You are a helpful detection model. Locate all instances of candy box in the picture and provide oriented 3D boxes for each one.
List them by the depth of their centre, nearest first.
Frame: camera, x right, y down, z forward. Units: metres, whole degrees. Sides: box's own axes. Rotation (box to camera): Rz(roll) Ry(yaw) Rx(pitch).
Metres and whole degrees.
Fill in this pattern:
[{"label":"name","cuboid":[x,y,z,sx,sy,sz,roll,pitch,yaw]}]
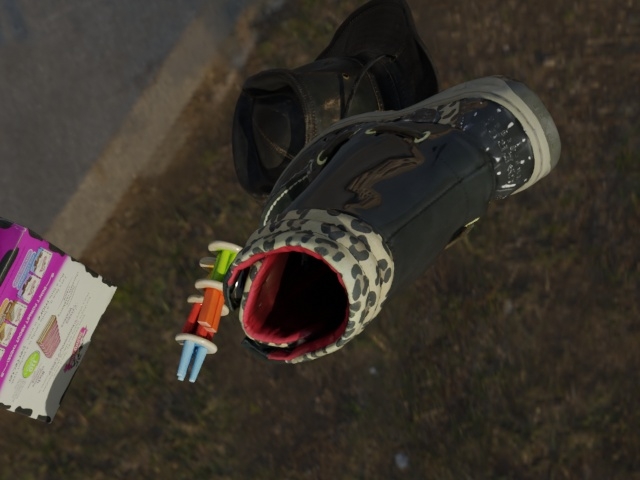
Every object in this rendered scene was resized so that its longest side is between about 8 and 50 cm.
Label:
[{"label":"candy box","cuboid":[-0.295,0.076,1.306,0.071,0.233,0.159,22,80,18]}]

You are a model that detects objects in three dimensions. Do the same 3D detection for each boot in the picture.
[{"label":"boot","cuboid":[0.000,-0.002,0.751,0.178,0.085,0.236,-39,11,-38]}]

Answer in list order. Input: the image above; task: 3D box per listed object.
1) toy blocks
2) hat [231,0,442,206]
[{"label":"toy blocks","cuboid":[-0.132,0.086,1.604,0.054,0.123,0.148,19,70,-7]},{"label":"hat","cuboid":[-0.012,-0.100,1.345,0.134,0.331,0.331,9,55,-22]}]
